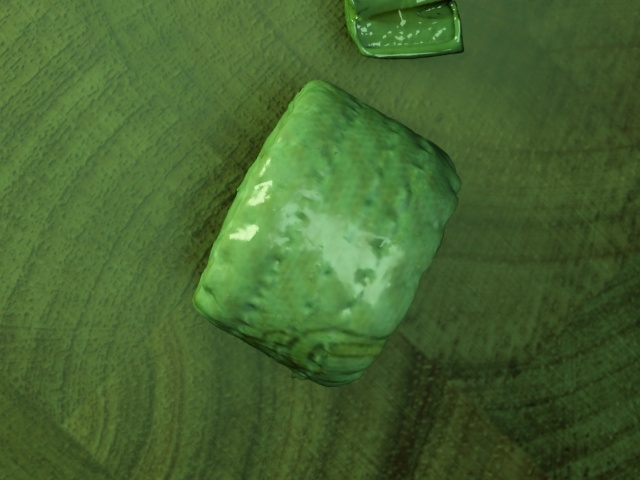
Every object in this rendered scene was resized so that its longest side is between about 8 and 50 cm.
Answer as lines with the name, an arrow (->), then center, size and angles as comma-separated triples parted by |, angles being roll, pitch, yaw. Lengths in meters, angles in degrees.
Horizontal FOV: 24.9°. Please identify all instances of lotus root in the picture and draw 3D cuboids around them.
lotus root -> 0.077, -0.304, 1.494 | 0.119, 0.138, 0.234 | -8, 99, -2

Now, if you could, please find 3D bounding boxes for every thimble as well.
thimble -> 0.000, 0.000, 1.455 | 0.195, 0.291, 0.291 | 30, 93, -4
